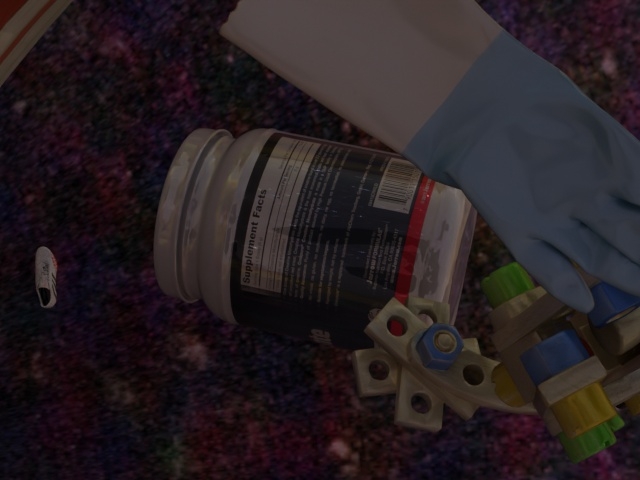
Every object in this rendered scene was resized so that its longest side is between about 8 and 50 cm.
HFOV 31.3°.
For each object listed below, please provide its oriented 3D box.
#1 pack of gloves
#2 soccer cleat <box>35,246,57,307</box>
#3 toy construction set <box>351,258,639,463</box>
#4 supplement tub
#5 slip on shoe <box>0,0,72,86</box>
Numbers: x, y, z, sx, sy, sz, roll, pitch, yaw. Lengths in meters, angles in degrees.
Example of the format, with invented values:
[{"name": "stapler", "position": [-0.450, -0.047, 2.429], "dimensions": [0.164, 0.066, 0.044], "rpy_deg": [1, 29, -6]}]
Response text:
[{"name": "pack of gloves", "position": [0.109, -0.087, 0.454], "dimensions": [0.232, 0.046, 0.195], "rpy_deg": [37, 98, -12]}, {"name": "soccer cleat", "position": [-0.368, 0.050, 1.526], "dimensions": [0.029, 0.035, 0.083], "rpy_deg": [-2, 97, 2]}, {"name": "toy construction set", "position": [0.157, 0.076, 0.754], "dimensions": [0.215, 0.327, 0.151], "rpy_deg": [-22, 87, -23]}, {"name": "supplement tub", "position": [0.000, 0.000, 1.078], "dimensions": [0.272, 0.191, 0.191], "rpy_deg": [12, 64, 12]}, {"name": "slip on shoe", "position": [-0.144, -0.165, 0.481], "dimensions": [0.101, 0.331, 0.123], "rpy_deg": [25, 19, -50]}]
